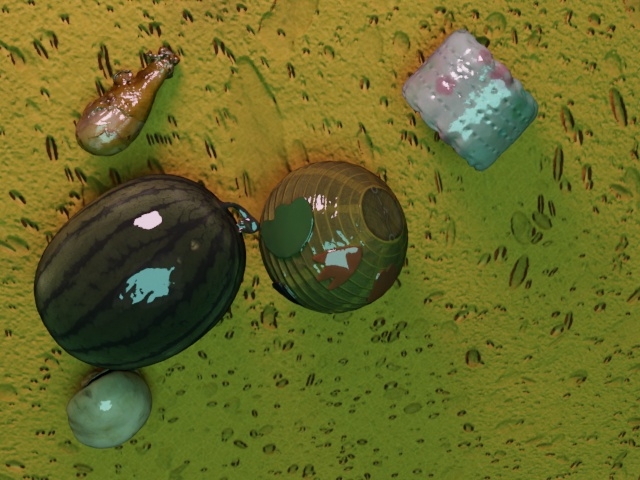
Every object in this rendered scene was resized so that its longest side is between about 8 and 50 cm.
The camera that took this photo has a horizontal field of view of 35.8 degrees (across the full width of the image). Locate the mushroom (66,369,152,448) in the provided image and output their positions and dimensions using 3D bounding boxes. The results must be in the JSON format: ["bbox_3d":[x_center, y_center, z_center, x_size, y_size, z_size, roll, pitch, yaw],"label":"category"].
[{"bbox_3d":[-0.367,0.282,1.703,0.154,0.122,0.154,-29,144,-24],"label":"mushroom"}]

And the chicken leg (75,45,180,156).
[{"bbox_3d":[-0.298,-0.217,1.540,0.085,0.101,0.207,42,80,-24],"label":"chicken leg"}]

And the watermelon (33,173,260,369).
[{"bbox_3d":[-0.267,0.044,1.536,0.359,0.279,0.279,-37,111,8],"label":"watermelon"}]

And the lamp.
[{"bbox_3d":[0.000,0.000,1.592,0.284,0.250,0.250,-21,119,42],"label":"lamp"}]

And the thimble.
[{"bbox_3d":[0.243,-0.218,1.568,0.149,0.185,0.211,-45,144,12],"label":"thimble"}]
